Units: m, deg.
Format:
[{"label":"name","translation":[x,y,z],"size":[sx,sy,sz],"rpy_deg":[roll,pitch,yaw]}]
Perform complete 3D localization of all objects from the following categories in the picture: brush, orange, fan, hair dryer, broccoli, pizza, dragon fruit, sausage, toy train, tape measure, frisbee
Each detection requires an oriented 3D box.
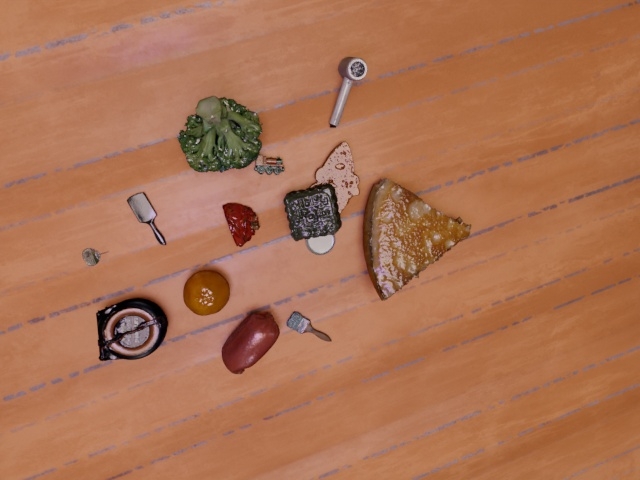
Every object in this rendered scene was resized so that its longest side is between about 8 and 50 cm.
[{"label":"brush","translation":[-0.036,0.338,1.542],"size":[0.196,0.021,0.070],"rpy_deg":[32,93,-17]},{"label":"orange","translation":[-0.387,0.181,1.381],"size":[0.159,0.136,0.158],"rpy_deg":[-2,99,-12]},{"label":"fan","translation":[-0.756,0.046,1.350],"size":[0.080,0.003,0.060],"rpy_deg":[-44,106,1]},{"label":"hair dryer","translation":[0.076,-0.488,1.352],"size":[0.073,0.131,0.236],"rpy_deg":[17,111,-17]},{"label":"broccoli","translation":[-0.303,-0.323,1.230],"size":[0.270,0.270,0.269],"rpy_deg":[0,75,0]},{"label":"pizza","translation":[0.353,-0.006,1.493],"size":[0.407,0.130,0.439],"rpy_deg":[-1,91,-11]},{"label":"dragon fruit","translation":[-0.263,-0.058,1.387],"size":[0.107,0.083,0.162],"rpy_deg":[-18,102,-9]},{"label":"sausage","translation":[-0.251,0.363,1.442],"size":[0.148,0.148,0.254],"rpy_deg":[43,92,-16]},{"label":"toy train","translation":[-0.173,-0.257,1.383],"size":[0.103,0.044,0.064],"rpy_deg":[1,91,-11]},{"label":"brush","translation":[-0.572,-0.066,1.357],"size":[0.063,0.016,0.193],"rpy_deg":[-26,104,-4]},{"label":"tape measure","translation":[-0.630,0.296,1.363],"size":[0.223,0.135,0.202],"rpy_deg":[-3,92,-13]},{"label":"frisbee","translation":[0.000,0.000,1.481],"size":[0.110,0.014,0.110],"rpy_deg":[-2,102,-9]}]

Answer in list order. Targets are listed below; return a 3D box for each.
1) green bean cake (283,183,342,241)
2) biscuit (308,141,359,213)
[{"label":"green bean cake","translation":[-0.026,-0.095,1.392],"size":[0.182,0.094,0.173],"rpy_deg":[-8,106,7]},{"label":"biscuit","translation":[0.054,-0.209,1.433],"size":[0.183,0.043,0.279],"rpy_deg":[8,98,-8]}]
